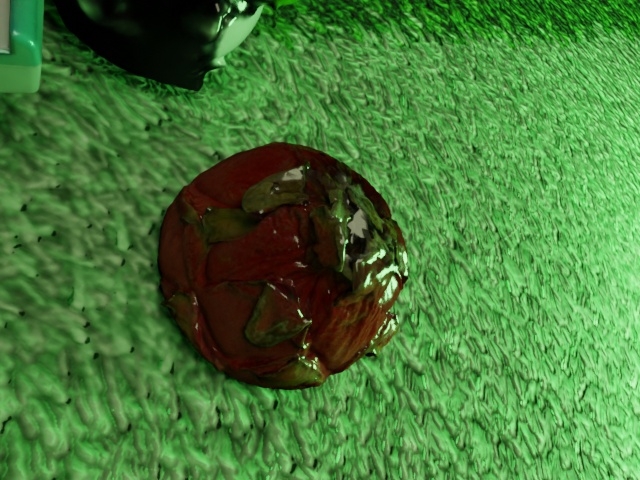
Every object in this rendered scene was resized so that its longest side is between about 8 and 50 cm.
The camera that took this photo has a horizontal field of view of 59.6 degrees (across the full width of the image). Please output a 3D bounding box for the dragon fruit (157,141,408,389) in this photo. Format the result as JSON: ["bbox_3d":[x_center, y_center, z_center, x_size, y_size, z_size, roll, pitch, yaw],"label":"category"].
[{"bbox_3d":[-0.003,0.001,0.448,0.223,0.148,0.219,29,54,-18],"label":"dragon fruit"}]

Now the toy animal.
[{"bbox_3d":[-0.100,-0.267,0.449,0.212,0.266,0.213,18,57,-29],"label":"toy animal"}]

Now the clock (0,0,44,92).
[{"bbox_3d":[-0.307,-0.214,0.367,0.230,0.116,0.263,-1,69,-24],"label":"clock"}]
